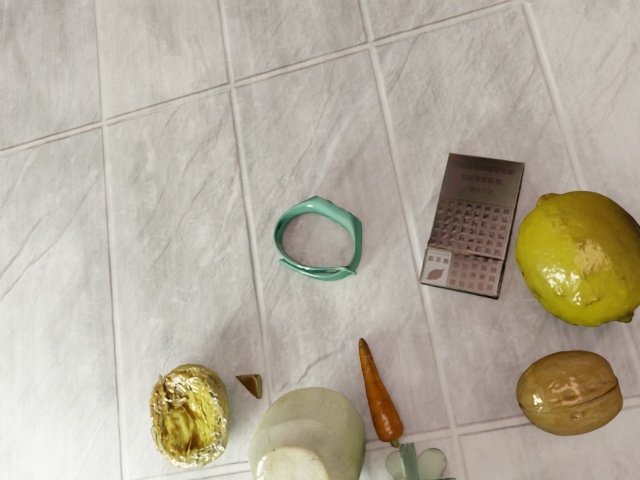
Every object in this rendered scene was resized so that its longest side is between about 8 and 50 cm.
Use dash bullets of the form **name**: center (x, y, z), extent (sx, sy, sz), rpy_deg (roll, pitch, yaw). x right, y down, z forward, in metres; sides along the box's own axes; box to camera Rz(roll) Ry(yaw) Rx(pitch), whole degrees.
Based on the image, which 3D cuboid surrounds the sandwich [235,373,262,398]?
- **sandwich**: center (-0.160, 0.336, 1.518), extent (0.083, 0.031, 0.044), rpy_deg (41, 90, 22)

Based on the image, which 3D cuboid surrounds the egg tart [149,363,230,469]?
- **egg tart**: center (-0.294, 0.411, 1.504), extent (0.252, 0.098, 0.232), rpy_deg (43, 95, 25)

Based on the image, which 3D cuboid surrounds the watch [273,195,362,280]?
- **watch**: center (0.000, 0.000, 1.552), extent (0.237, 0.068, 0.195), rpy_deg (29, 85, 22)

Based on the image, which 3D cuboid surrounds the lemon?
- **lemon**: center (0.533, 0.034, 1.300), extent (0.284, 0.260, 0.260), rpy_deg (40, 88, 15)

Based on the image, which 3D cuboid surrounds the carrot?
- **carrot**: center (0.126, 0.336, 1.428), extent (0.061, 0.061, 0.256), rpy_deg (-21, 68, 9)

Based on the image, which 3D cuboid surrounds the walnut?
- **walnut**: center (0.497, 0.306, 1.282), extent (0.197, 0.165, 0.165), rpy_deg (-13, 71, 4)

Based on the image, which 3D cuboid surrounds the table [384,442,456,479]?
- **table**: center (0.186, 0.494, 1.289), extent (0.167, 0.198, 0.166), rpy_deg (-4, 73, 14)

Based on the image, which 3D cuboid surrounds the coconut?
- **coconut**: center (-0.022, 0.442, 1.351), extent (0.245, 0.247, 0.244), rpy_deg (4, 106, 14)

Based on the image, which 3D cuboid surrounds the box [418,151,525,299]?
- **box**: center (0.352, -0.037, 1.477), extent (0.180, 0.047, 0.324), rpy_deg (11, 77, 18)
